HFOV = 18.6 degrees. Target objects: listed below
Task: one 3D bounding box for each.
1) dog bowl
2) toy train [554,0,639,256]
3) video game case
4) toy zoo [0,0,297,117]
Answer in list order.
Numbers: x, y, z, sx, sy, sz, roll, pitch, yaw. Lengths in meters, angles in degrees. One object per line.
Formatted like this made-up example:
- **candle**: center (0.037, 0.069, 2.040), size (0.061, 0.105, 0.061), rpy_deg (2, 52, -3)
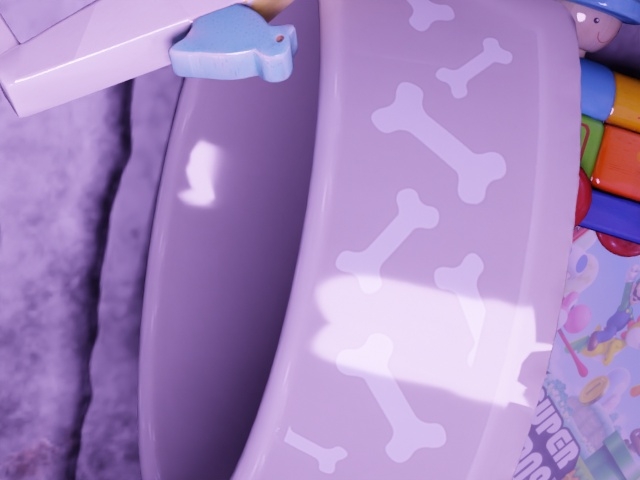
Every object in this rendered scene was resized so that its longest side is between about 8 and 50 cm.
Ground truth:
- **dog bowl**: center (0.000, 0.000, 0.897), size (0.102, 0.349, 0.349), rpy_deg (10, 109, -17)
- **toy train**: center (0.209, -0.053, 1.094), size (0.248, 0.105, 0.143), rpy_deg (16, 93, -17)
- **video game case**: center (0.161, 0.087, 1.205), size (0.285, 0.025, 0.204), rpy_deg (-38, 125, -6)
- **toy zoo**: center (-0.091, -0.176, 0.799), size (0.192, 0.293, 0.030), rpy_deg (-32, 158, -10)
